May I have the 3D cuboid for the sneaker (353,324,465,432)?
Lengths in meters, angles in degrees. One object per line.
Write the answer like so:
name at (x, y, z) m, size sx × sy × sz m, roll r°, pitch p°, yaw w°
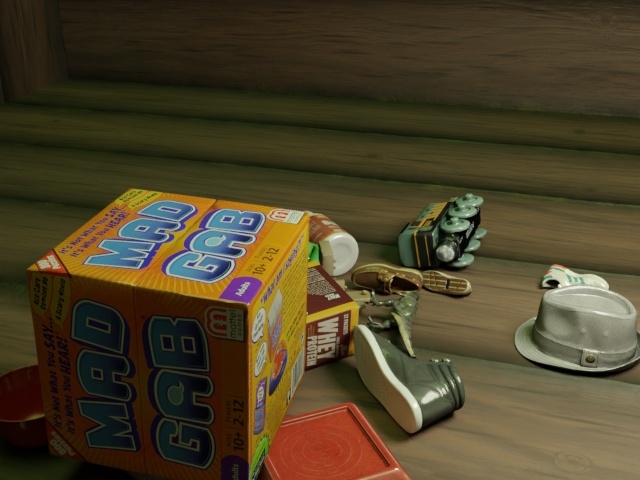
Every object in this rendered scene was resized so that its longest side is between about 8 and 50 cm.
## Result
sneaker at (0.175, 0.258, 1.607) m, size 0.147 × 0.104 × 0.295 m, roll -9°, pitch 32°, yaw -22°

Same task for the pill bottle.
pill bottle at (0.000, 0.000, 2.142) m, size 0.121 × 0.121 × 0.216 m, roll -13°, pitch 28°, yaw -24°

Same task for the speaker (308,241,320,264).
speaker at (-0.157, 0.049, 1.986) m, size 0.297 × 0.131 × 0.131 m, roll 6°, pitch 25°, yaw 15°

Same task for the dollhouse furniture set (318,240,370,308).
dollhouse furniture set at (0.061, 0.082, 1.904) m, size 0.123 × 0.151 × 0.144 m, roll -2°, pitch 17°, yaw -4°

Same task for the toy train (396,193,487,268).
toy train at (0.332, -0.028, 2.188) m, size 0.190 × 0.142 × 0.334 m, roll -1°, pitch 23°, yaw 23°

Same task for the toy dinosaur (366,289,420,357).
toy dinosaur at (0.167, 0.170, 1.845) m, size 0.118 × 0.064 × 0.268 m, roll 8°, pitch 29°, yaw 5°

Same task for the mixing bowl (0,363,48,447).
mixing bowl at (-0.525, 0.317, 1.498) m, size 0.182 × 0.098 × 0.181 m, roll -2°, pitch 24°, yaw 1°

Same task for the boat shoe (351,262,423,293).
boat shoe at (0.163, 0.098, 1.992) m, size 0.178 × 0.064 × 0.060 m, roll 4°, pitch 25°, yaw 4°

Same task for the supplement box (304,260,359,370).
supplement box at (-0.048, 0.166, 1.740) m, size 0.191 × 0.129 × 0.194 m, roll -15°, pitch 36°, yaw -25°

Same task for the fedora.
fedora at (0.561, 0.173, 1.740) m, size 0.276 × 0.124 × 0.244 m, roll 9°, pitch 26°, yaw 20°

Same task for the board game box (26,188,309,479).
board game box at (-0.236, 0.153, 1.406) m, size 0.357 × 0.356 × 0.356 m, roll 8°, pitch 26°, yaw 11°

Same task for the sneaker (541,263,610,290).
sneaker at (0.615, 0.113, 1.969) m, size 0.161 × 0.057 × 0.075 m, roll 20°, pitch 49°, yaw 36°

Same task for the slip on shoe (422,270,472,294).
slip on shoe at (0.311, 0.107, 1.999) m, size 0.135 × 0.051 × 0.041 m, roll 7°, pitch -15°, yaw 36°

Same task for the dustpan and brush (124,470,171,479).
dustpan and brush at (-0.249, 0.371, 1.437) m, size 0.147 × 0.060 × 0.211 m, roll 20°, pitch 38°, yaw 34°

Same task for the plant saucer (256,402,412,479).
plant saucer at (0.001, 0.377, 1.412) m, size 0.259 × 0.047 × 0.258 m, roll -11°, pitch 26°, yaw -19°
